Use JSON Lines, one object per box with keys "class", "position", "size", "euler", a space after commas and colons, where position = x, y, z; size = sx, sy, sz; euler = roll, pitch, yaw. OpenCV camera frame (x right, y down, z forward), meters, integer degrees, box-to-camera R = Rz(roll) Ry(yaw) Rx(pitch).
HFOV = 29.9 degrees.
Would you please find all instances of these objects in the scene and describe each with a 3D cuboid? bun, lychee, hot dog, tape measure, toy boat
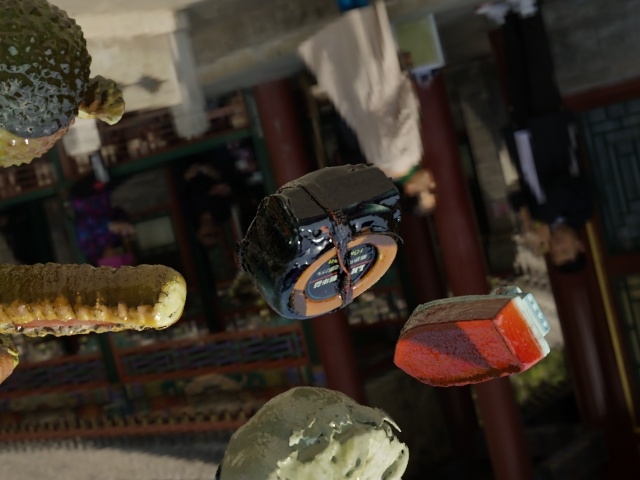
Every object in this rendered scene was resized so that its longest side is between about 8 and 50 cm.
{"class": "bun", "position": [0.000, 0.290, 1.413], "size": [0.239, 0.239, 0.141], "euler": [-15, -154, -29]}
{"class": "lychee", "position": [-0.463, -0.240, 1.749], "size": [0.270, 0.270, 0.320], "euler": [-11, -165, 38]}
{"class": "hot dog", "position": [-0.625, 0.225, 2.163], "size": [0.123, 0.093, 0.261], "euler": [11, -154, 4]}
{"class": "tape measure", "position": [0.000, 0.000, 1.528], "size": [0.202, 0.135, 0.223], "euler": [-20, 148, -31]}
{"class": "hot dog", "position": [-0.285, 0.064, 1.336], "size": [0.289, 0.083, 0.068], "euler": [-3, 165, 23]}
{"class": "toy boat", "position": [0.244, 0.151, 1.984], "size": [0.133, 0.145, 0.332], "euler": [-40, -167, -33]}
